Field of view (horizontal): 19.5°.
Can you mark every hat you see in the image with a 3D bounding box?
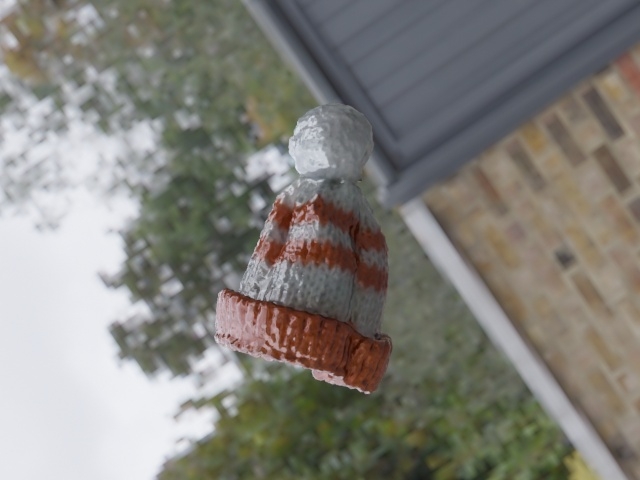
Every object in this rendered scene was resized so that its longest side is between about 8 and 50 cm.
[{"bbox_3d":[0.000,0.000,1.112,0.112,0.162,0.093,13,175,28],"label":"hat"}]
